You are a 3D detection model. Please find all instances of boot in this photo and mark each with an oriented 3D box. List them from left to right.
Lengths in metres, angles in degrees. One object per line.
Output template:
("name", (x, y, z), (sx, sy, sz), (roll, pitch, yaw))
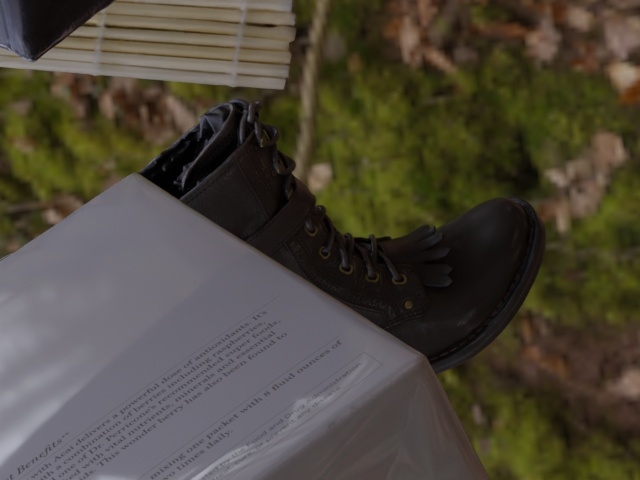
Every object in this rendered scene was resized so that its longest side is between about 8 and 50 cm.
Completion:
("boot", (0.000, 0.000, 1.116), (0.229, 0.263, 0.091), (57, 172, -36))

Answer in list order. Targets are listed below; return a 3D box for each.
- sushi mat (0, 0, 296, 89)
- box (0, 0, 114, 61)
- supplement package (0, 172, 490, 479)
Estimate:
("sushi mat", (-0.160, -0.157, 0.849), (0.019, 0.316, 0.151), (26, -110, -83))
("box", (-0.185, -0.217, 0.469), (0.295, 0.073, 0.293), (23, 137, 35))
("supplement package", (-0.059, 0.117, 0.783), (0.293, 0.177, 0.175), (31, 154, 59))
